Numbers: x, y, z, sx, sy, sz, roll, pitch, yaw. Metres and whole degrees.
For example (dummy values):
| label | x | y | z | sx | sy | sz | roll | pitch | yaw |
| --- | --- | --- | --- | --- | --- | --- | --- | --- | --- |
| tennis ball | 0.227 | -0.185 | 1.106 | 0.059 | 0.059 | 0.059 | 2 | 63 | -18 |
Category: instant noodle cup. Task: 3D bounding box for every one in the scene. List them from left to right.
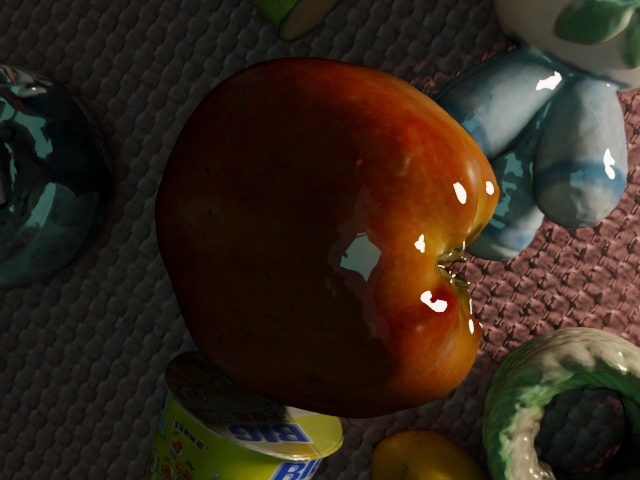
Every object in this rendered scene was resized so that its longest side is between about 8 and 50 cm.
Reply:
| label | x | y | z | sx | sy | sz | roll | pitch | yaw |
| --- | --- | --- | --- | --- | --- | --- | --- | --- | --- |
| instant noodle cup | -0.093 | 0.231 | 0.912 | 0.205 | 0.205 | 0.153 | 24 | 107 | 7 |

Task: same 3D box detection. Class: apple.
| label | x | y | z | sx | sy | sz | roll | pitch | yaw |
| --- | --- | --- | --- | --- | --- | --- | --- | --- | --- |
| apple | 0.000 | 0.000 | 0.822 | 0.295 | 0.365 | 0.328 | -46 | 123 | -24 |

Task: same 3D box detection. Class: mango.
| label | x | y | z | sx | sy | sz | roll | pitch | yaw |
| --- | --- | --- | --- | --- | --- | --- | --- | --- | --- |
| mango | 0.139 | 0.302 | 0.897 | 0.109 | 0.147 | 0.227 | -34 | 89 | -34 |

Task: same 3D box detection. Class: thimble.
| label | x | y | z | sx | sy | sz | roll | pitch | yaw |
| --- | --- | --- | --- | --- | --- | --- | --- | --- | --- |
| thimble | 0.275 | 0.196 | 0.863 | 0.219 | 0.150 | 0.219 | 1 | 93 | 10 |

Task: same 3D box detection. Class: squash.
| label | x | y | z | sx | sy | sz | roll | pitch | yaw |
| --- | --- | --- | --- | --- | --- | --- | --- | --- | --- |
| squash | -0.065 | -0.315 | 0.924 | 0.095 | 0.095 | 0.188 | -41 | 81 | 9 |

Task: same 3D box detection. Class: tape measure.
| label | x | y | z | sx | sy | sz | roll | pitch | yaw |
| --- | --- | --- | --- | --- | --- | --- | --- | --- | --- |
| tape measure | -0.379 | -0.071 | 0.955 | 0.275 | 0.147 | 0.256 | -7 | 93 | 10 |

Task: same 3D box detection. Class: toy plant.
| label | x | y | z | sx | sy | sz | roll | pitch | yaw |
| --- | --- | --- | --- | --- | --- | --- | --- | --- | --- |
| toy plant | 0.221 | -0.134 | 0.833 | 0.247 | 0.247 | 0.332 | 27 | 103 | 7 |
